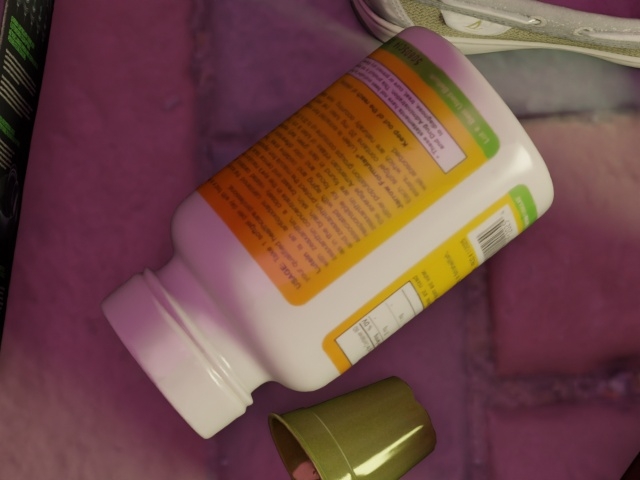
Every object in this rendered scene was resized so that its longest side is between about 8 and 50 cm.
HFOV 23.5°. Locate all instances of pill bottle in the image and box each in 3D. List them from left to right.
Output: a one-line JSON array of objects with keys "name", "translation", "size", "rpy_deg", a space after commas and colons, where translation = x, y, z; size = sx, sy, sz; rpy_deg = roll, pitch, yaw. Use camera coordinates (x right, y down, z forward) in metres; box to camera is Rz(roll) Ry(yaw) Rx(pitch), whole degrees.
[{"name": "pill bottle", "translation": [0.000, 0.000, 0.889], "size": [0.246, 0.136, 0.136], "rpy_deg": [-38, 85, -4]}]

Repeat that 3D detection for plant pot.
[{"name": "plant pot", "translation": [0.023, 0.120, 0.912], "size": [0.079, 0.083, 0.083], "rpy_deg": [-29, 84, -15]}]

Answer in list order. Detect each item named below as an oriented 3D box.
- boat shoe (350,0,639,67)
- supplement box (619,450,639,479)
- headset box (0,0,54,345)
[{"name": "boat shoe", "translation": [0.177, -0.170, 0.925], "size": [0.320, 0.103, 0.118], "rpy_deg": [0, 84, 0]}, {"name": "supplement box", "translation": [0.295, 0.148, 0.878], "size": [0.194, 0.129, 0.191], "rpy_deg": [36, 85, 4]}, {"name": "headset box", "translation": [-0.299, -0.075, 0.901], "size": [0.246, 0.131, 0.283], "rpy_deg": [9, 83, 0]}]
